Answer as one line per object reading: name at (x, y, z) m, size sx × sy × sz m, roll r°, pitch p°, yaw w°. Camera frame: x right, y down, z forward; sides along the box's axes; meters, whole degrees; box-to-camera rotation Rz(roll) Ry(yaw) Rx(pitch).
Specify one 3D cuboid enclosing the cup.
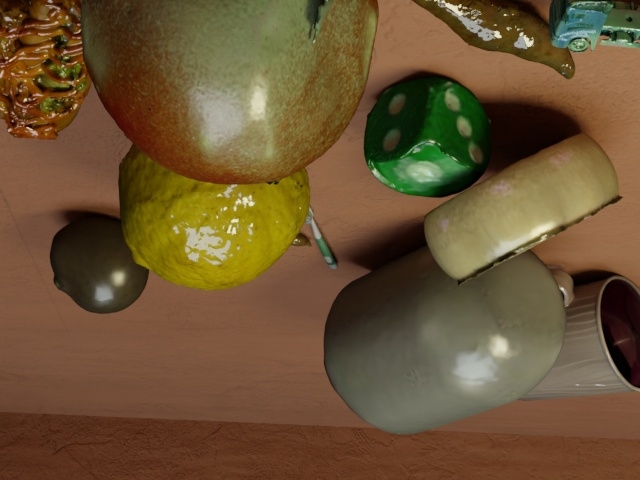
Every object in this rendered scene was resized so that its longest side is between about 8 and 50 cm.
cup at (0.458, 0.183, 1.794) m, size 0.288 × 0.208 × 0.273 m, roll 25°, pitch 151°, yaw -38°

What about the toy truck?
toy truck at (0.342, -0.247, 1.031) m, size 0.175 × 0.067 × 0.081 m, roll 6°, pitch 155°, yaw 0°

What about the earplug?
earplug at (0.229, 0.153, 1.657) m, size 0.312 × 0.313 × 0.394 m, roll 18°, pitch 152°, yaw -25°

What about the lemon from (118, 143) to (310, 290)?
lemon at (-0.154, -0.061, 1.333) m, size 0.268 × 0.268 × 0.322 m, roll 16°, pitch 156°, yaw -21°

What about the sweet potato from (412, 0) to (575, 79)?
sweet potato at (0.185, -0.249, 1.069) m, size 0.273 × 0.067 × 0.067 m, roll 20°, pitch 152°, yaw -25°

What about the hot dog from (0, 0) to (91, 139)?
hot dog at (-0.355, -0.223, 1.180) m, size 0.158 × 0.117 × 0.349 m, roll 16°, pitch 154°, yaw -23°

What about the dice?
dice at (0.142, -0.136, 1.261) m, size 0.128 × 0.120 × 0.131 m, roll 21°, pitch 154°, yaw -34°

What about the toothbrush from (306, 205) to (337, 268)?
toothbrush at (0.000, 0.000, 1.717) m, size 0.018 × 0.024 × 0.257 m, roll 0°, pitch 157°, yaw 13°

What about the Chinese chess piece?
Chinese chess piece at (0.273, -0.042, 1.300) m, size 0.270 × 0.112 × 0.270 m, roll -28°, pitch 176°, yaw -2°

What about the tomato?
tomato at (-0.083, -0.214, 0.934) m, size 0.303 × 0.304 × 0.239 m, roll 7°, pitch 152°, yaw -4°

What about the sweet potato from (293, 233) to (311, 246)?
sweet potato at (-0.065, -0.009, 1.709) m, size 0.115 × 0.026 × 0.026 m, roll 19°, pitch 153°, yaw -22°

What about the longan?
longan at (-0.398, 0.041, 1.722) m, size 0.189 × 0.189 × 0.189 m, roll 5°, pitch 156°, yaw 2°
